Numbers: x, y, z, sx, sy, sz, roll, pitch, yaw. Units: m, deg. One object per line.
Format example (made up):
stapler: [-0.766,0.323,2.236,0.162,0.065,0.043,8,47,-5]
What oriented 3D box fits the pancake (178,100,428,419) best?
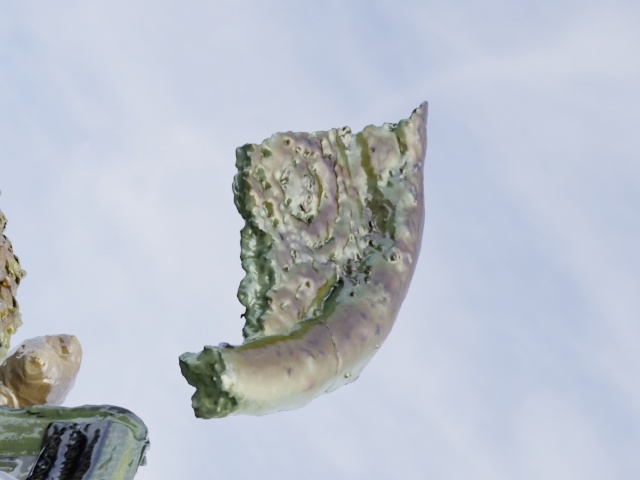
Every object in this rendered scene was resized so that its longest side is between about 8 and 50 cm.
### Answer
pancake: [0.004,-0.001,1.021,0.054,0.376,0.197,-20,-60,41]

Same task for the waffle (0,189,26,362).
waffle: [-0.308,-0.018,1.142,0.254,0.052,0.245,-107,-176,-64]

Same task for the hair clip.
hair clip: [-0.293,0.176,0.997,0.321,0.138,0.091,8,-61,5]

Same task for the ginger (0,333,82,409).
ginger: [-0.391,0.198,1.474,0.086,0.294,0.131,59,-5,4]

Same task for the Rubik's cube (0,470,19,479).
Rubik's cube: [-0.173,0.239,0.437,0.259,0.256,0.253,13,-71,40]
